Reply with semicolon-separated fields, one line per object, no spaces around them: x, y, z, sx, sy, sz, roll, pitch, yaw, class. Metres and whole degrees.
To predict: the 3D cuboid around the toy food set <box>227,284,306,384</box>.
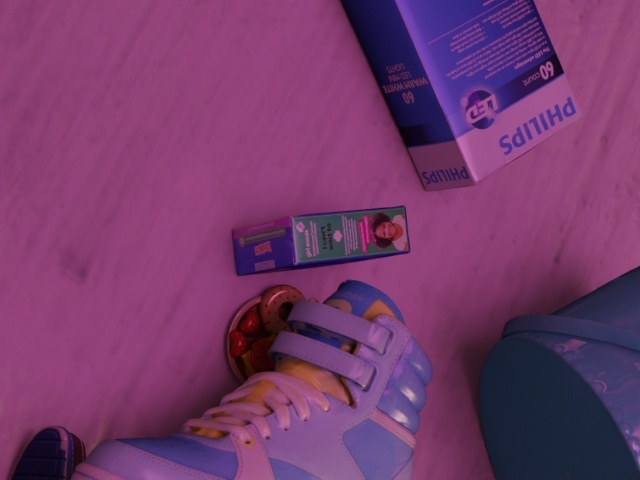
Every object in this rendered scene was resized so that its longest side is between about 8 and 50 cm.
-0.035;0.082;1.384;0.083;0.020;0.082;-34;105;-30;toy food set

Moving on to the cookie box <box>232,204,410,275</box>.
0.000;0.000;1.370;0.107;0.092;0.040;-7;88;-33;cookie box

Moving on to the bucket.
0.267;0.154;1.429;0.183;0.281;0.281;-21;98;-23;bucket

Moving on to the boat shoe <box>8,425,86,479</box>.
-0.188;0.225;1.259;0.066;0.066;0.183;14;82;-43;boat shoe

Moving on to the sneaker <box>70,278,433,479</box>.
-0.039;0.119;1.284;0.319;0.127;0.208;16;88;-51;sneaker

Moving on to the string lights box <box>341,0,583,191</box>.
0.102;-0.186;1.455;0.133;0.077;0.259;-31;103;-29;string lights box
